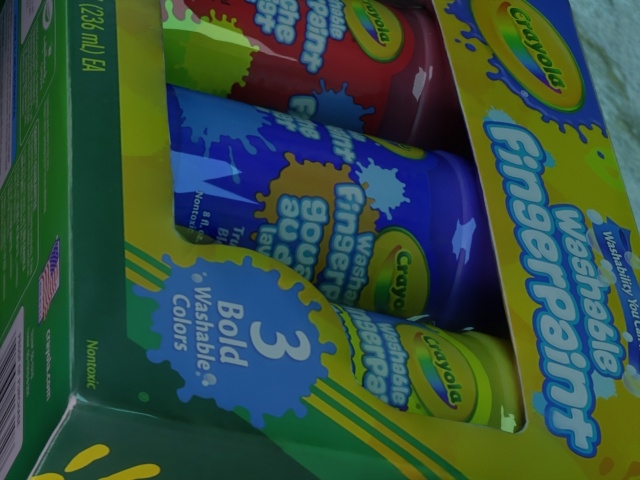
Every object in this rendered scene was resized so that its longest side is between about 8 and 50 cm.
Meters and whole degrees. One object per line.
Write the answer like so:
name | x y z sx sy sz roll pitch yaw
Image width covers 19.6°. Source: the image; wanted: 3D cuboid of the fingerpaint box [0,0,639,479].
fingerpaint box | 0.000 0.000 1.097 0.371 0.163 0.445 14 43 -21
